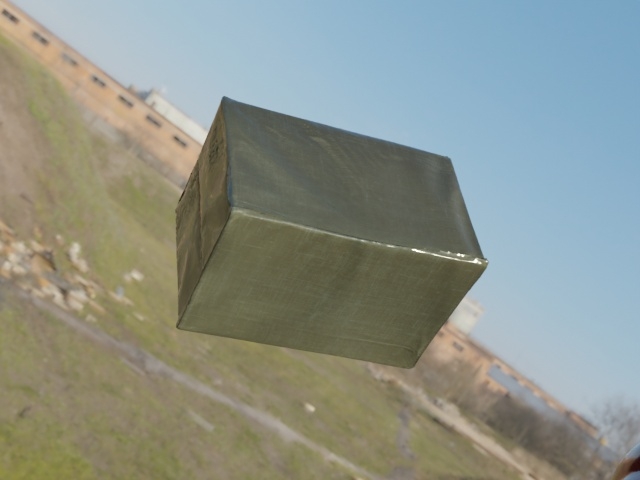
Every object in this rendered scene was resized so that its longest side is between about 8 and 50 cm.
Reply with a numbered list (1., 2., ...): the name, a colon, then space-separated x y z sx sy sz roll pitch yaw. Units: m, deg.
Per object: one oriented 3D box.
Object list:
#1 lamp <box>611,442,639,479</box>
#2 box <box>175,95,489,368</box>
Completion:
1. lamp: 0.305 0.225 0.680 0.227 0.227 0.227 36 -2 1
2. box: 0.000 0.000 0.874 0.231 0.155 0.149 12 41 -20
